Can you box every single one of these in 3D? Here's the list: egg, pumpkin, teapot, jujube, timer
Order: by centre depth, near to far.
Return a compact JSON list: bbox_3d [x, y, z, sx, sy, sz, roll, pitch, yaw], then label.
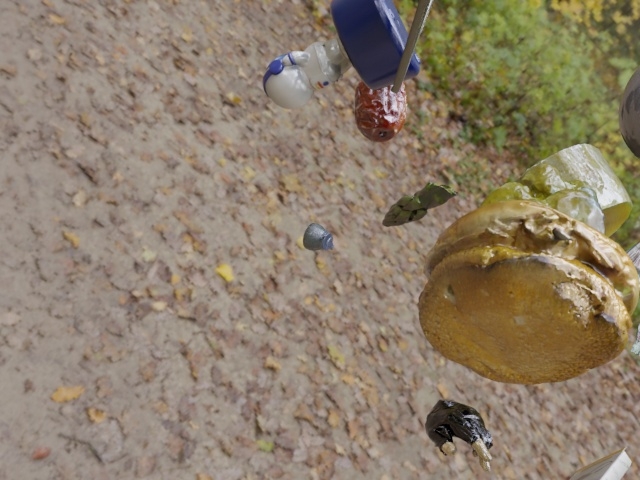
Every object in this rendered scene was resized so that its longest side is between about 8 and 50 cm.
[{"bbox_3d":[0.634,-0.251,1.214,0.176,0.232,0.176,27,-6,3],"label":"egg"},{"bbox_3d":[0.000,0.000,1.622,0.057,0.066,0.088,20,-12,29],"label":"teapot"},{"bbox_3d":[0.027,-0.457,1.701,0.270,0.383,0.270,55,20,-32],"label":"timer"},{"bbox_3d":[0.680,-0.084,1.855,0.332,0.332,0.199,14,39,-43],"label":"pumpkin"},{"bbox_3d":[0.192,-0.436,2.176,0.174,0.174,0.251,19,57,-39],"label":"jujube"}]

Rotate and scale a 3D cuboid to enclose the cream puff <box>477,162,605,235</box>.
[{"bbox_3d":[0.458,0.019,1.451,0.378,0.275,0.379,-9,90,-72],"label":"cream puff"}]

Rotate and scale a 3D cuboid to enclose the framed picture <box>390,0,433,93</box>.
[{"bbox_3d":[0.207,-0.474,1.279,0.022,0.247,0.335,19,58,3],"label":"framed picture"}]

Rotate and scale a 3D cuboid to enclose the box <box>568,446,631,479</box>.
[{"bbox_3d":[0.497,0.464,1.271,0.247,0.129,0.033,-11,63,-50],"label":"box"}]

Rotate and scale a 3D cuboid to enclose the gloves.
[{"bbox_3d":[0.334,0.449,1.572,0.164,0.203,0.124,-9,101,-28],"label":"gloves"}]

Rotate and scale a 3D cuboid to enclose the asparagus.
[{"bbox_3d":[0.249,-0.094,1.757,0.080,0.287,0.080,14,62,-28],"label":"asparagus"}]

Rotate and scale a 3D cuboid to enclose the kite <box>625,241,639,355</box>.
[{"bbox_3d":[0.810,0.098,1.637,0.405,0.369,0.014,20,-1,-27],"label":"kite"}]

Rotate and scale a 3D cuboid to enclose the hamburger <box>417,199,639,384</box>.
[{"bbox_3d":[0.295,0.075,0.990,0.289,0.314,0.170,30,53,-9],"label":"hamburger"}]
